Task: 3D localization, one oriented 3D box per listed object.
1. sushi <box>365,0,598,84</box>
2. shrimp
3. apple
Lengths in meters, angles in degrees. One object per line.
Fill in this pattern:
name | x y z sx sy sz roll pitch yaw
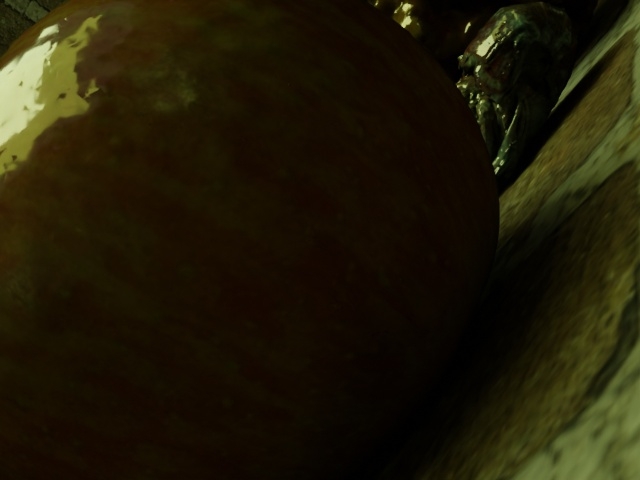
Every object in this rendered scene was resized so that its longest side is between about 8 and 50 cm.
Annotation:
sushi | 0.108 -0.179 0.832 0.213 0.204 0.200 -22 32 0
shrimp | 0.093 -0.057 0.702 0.233 0.079 0.090 -54 40 16
apple | -0.044 0.016 0.526 0.309 0.250 0.277 88 -161 -61
